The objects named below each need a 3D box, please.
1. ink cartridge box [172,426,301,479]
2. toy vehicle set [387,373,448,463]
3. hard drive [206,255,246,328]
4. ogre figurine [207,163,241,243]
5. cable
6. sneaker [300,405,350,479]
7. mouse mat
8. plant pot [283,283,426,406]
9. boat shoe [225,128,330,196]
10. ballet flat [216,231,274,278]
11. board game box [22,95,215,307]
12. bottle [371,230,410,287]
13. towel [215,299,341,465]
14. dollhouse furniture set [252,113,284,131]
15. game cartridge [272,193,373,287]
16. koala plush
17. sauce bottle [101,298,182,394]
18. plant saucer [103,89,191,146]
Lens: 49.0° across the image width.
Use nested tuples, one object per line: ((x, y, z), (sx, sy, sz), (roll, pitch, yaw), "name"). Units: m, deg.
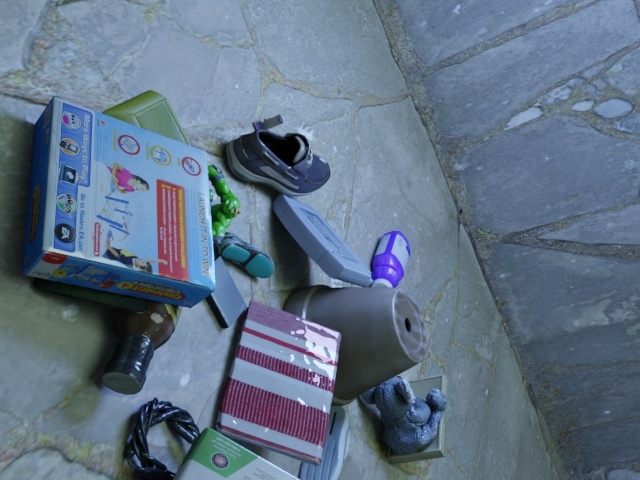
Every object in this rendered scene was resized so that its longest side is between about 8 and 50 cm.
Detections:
((-0.176, 0.484, 1.142), (0.201, 0.117, 0.278), (32, 53, -5), "ink cartridge box")
((0.291, 0.525, 2.079), (0.035, 0.166, 0.267), (56, 32, -33), "toy vehicle set")
((-0.217, 0.113, 1.536), (0.135, 0.022, 0.094), (65, 28, -15), "hard drive")
((-0.240, -0.074, 1.536), (0.118, 0.097, 0.197), (40, 22, -19), "ogre figurine")
((-0.273, 0.369, 1.265), (0.184, 0.047, 0.151), (41, 36, -42), "cable")
((0.025, 0.520, 1.672), (0.258, 0.094, 0.091), (-62, 142, -47), "sneaker")
((-0.378, 0.040, 1.196), (0.189, 0.007, 0.153), (17, 51, -25), "mouse mat")
((0.102, 0.242, 1.776), (0.323, 0.280, 0.323), (40, 41, -45), "plant pot")
((-0.079, -0.201, 1.803), (0.355, 0.130, 0.132), (3, 65, -51), "boat shoe")
((-0.174, 0.029, 1.630), (0.188, 0.070, 0.070), (40, 41, -52), "ballet flat")
((-0.339, -0.060, 1.213), (0.302, 0.086, 0.308), (18, 51, -37), "board game box")
((0.226, 0.083, 2.302), (0.118, 0.092, 0.283), (59, 30, -23), "bottle")
((-0.082, 0.302, 1.524), (0.237, 0.037, 0.329), (22, 47, -12), "towel")
((-0.111, -0.285, 1.904), (0.091, 0.081, 0.114), (-32, 103, -62), "dollhouse furniture set")
((0.000, 0.000, 1.833), (0.198, 0.062, 0.297), (15, 29, -54), "game cartridge")
((0.222, 0.465, 1.974), (0.221, 0.196, 0.203), (57, 41, -34), "koala plush")
((-0.306, 0.116, 1.276), (0.111, 0.111, 0.344), (51, 36, -36), "sauce bottle")
((-0.342, -0.216, 1.473), (0.188, 0.045, 0.188), (64, 28, -16), "plant saucer")
